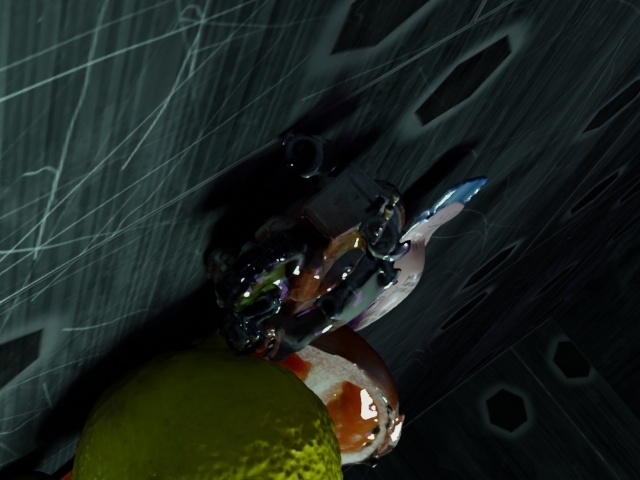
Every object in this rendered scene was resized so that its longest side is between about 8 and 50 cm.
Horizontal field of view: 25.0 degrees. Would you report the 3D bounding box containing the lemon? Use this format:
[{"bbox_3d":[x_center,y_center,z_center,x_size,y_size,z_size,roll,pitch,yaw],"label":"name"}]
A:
[{"bbox_3d":[-0.111,0.253,1.422,0.268,0.322,0.268,1,178,0],"label":"lemon"}]

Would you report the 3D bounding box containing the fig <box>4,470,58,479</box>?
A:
[{"bbox_3d":[-0.286,0.315,1.463,0.123,0.156,0.123,-37,174,-5],"label":"fig"}]

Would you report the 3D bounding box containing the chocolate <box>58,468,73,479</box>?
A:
[{"bbox_3d":[-0.247,0.462,1.667,0.341,0.360,0.161,-40,-179,6],"label":"chocolate"}]

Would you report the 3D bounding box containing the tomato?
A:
[{"bbox_3d":[-0.005,0.146,1.618,0.199,0.228,0.112,-49,-167,47],"label":"tomato"}]

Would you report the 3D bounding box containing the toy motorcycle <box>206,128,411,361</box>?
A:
[{"bbox_3d":[0.000,0.000,1.223,0.207,0.134,0.401,-37,169,-10],"label":"toy motorcycle"}]

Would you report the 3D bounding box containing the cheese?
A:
[{"bbox_3d":[0.081,0.022,1.659,0.286,0.074,0.189,-45,167,27],"label":"cheese"}]
